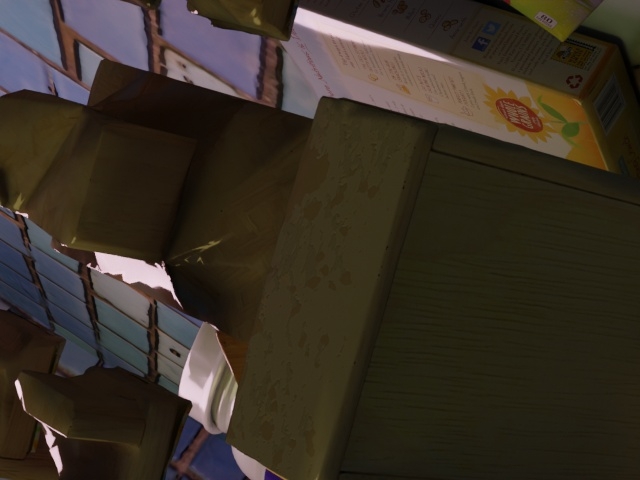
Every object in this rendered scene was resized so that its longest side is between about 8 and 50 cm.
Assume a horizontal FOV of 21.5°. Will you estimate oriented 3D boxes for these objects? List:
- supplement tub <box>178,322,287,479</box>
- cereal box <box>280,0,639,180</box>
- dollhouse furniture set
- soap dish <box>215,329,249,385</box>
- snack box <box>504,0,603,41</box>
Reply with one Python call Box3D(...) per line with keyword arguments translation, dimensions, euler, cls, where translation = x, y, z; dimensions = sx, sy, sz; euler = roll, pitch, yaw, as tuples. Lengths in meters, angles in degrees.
Box3D(translation=(0.078, 0.136, 1.357), dimensions=(0.331, 0.241, 0.241), euler=(30, 164, 13), cls="supplement tub")
Box3D(translation=(0.086, -0.088, 1.027), dimensions=(0.240, 0.047, 0.173), euler=(24, 163, 32), cls="cereal box")
Box3D(translation=(0.000, 0.000, 0.883), dimensions=(0.256, 0.362, 0.394), euler=(12, -175, -39), cls="dollhouse furniture set")
Box3D(translation=(0.110, 0.086, 1.093), dimensions=(0.291, 0.118, 0.229), euler=(-7, 166, 20), cls="soap dish")
Box3D(translation=(0.078, -0.187, 0.705), dimensions=(0.174, 0.070, 0.207), euler=(34, 163, -1), cls="snack box")
